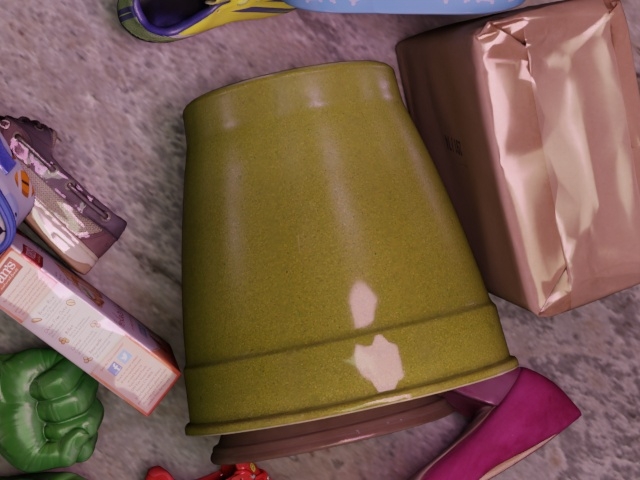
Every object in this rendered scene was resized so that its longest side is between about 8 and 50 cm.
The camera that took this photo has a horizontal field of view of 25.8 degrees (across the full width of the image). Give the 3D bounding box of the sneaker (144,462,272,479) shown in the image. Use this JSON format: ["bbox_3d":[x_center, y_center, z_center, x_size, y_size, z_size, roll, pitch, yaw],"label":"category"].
[{"bbox_3d":[-0.077,0.309,1.645,0.279,0.107,0.118,4,87,-14],"label":"sneaker"}]

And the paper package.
[{"bbox_3d":[0.225,-0.098,1.536,0.168,0.325,0.310,-14,99,-10],"label":"paper package"}]

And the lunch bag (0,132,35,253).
[{"bbox_3d":[-0.449,-0.097,1.436,0.243,0.115,0.303,-22,114,21],"label":"lunch bag"}]

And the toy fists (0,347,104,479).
[{"bbox_3d":[-0.322,0.258,1.585,0.142,0.096,0.279,5,99,-11],"label":"toy fists"}]

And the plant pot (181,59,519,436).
[{"bbox_3d":[0.000,0.000,1.519,0.366,0.366,0.353,-11,87,-10],"label":"plant pot"}]

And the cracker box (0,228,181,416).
[{"bbox_3d":[-0.268,0.087,1.548,0.232,0.156,0.067,38,90,-14],"label":"cracker box"}]

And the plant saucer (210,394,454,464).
[{"bbox_3d":[0.011,0.202,1.562,0.277,0.278,0.041,-11,87,-10],"label":"plant saucer"}]

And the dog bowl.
[{"bbox_3d":[0.087,-0.293,1.475,0.297,0.166,0.074,1,116,5],"label":"dog bowl"}]

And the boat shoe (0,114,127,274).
[{"bbox_3d":[-0.329,-0.091,1.547,0.092,0.103,0.285,-43,102,-14],"label":"boat shoe"}]

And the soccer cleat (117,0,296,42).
[{"bbox_3d":[-0.085,-0.287,1.555,0.289,0.121,0.093,-20,100,-8],"label":"soccer cleat"}]

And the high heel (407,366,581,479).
[{"bbox_3d":[0.178,0.310,1.632,0.181,0.127,0.377,27,70,-5],"label":"high heel"}]
